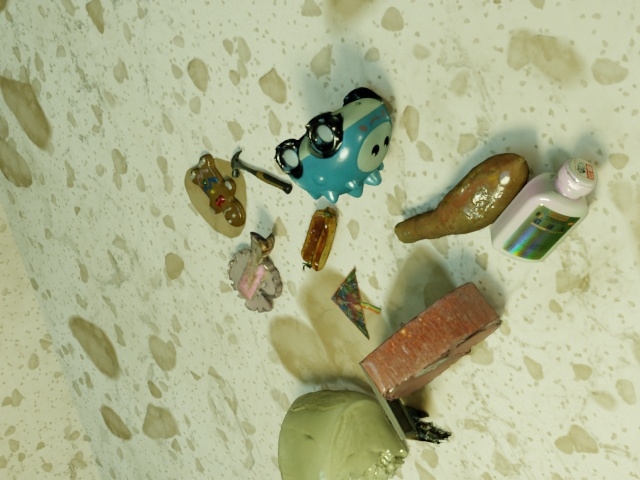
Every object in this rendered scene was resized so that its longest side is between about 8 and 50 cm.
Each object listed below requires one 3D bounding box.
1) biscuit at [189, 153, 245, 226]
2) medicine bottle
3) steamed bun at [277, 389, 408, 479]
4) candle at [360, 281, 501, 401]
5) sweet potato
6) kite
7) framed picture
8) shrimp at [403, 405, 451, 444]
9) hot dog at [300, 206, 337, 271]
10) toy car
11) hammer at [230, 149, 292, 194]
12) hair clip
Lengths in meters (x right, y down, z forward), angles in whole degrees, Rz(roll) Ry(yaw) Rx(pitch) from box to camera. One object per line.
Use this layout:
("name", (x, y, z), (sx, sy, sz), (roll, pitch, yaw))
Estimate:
("biscuit", (-0.264, -0.120, 2.180), (0.205, 0.031, 0.138), (54, 139, 6))
("medicine bottle", (0.398, -0.052, 1.474), (0.115, 0.078, 0.219), (17, 138, -14))
("steamed bun", (0.022, 0.519, 2.070), (0.290, 0.272, 0.273), (-23, 94, 46))
("candle", (0.195, 0.219, 1.713), (0.131, 0.287, 0.317), (53, 142, 17))
("sweet potato", (0.270, -0.058, 1.610), (0.109, 0.109, 0.385), (57, 143, 4))
("kite", (0.080, 0.151, 1.993), (0.159, 0.010, 0.190), (5, 116, 44))
("framed picture", (0.156, 0.351, 1.872), (0.189, 0.023, 0.260), (60, -175, 14))
("shrimp", (0.233, 0.438, 1.981), (0.161, 0.034, 0.091), (2, 112, 46))
("hot dog", (0.000, 0.000, 1.955), (0.072, 0.055, 0.188), (43, 137, 25))
("toy car", (0.045, -0.178, 1.709), (0.190, 0.188, 0.255), (54, 137, -4))
("hammer", (-0.146, -0.161, 2.039), (0.201, 0.021, 0.078), (26, 129, 34))
("hair clip", (-0.160, 0.065, 2.145), (0.173, 0.069, 0.300), (47, 148, 18))
